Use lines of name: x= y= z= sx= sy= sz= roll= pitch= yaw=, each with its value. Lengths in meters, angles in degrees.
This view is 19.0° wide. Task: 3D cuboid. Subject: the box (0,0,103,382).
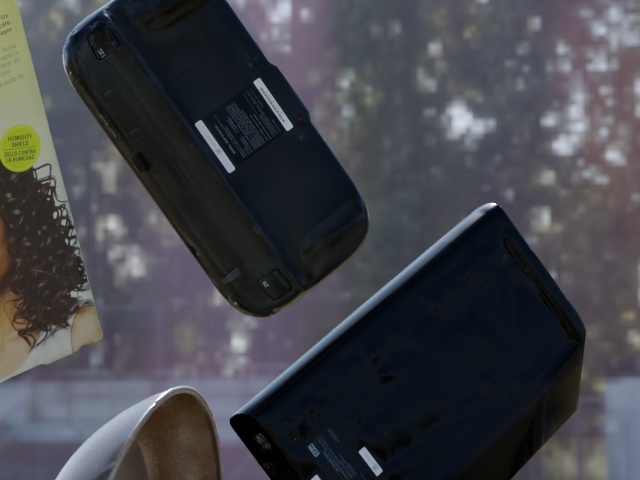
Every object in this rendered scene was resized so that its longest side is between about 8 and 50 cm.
box: x=-0.161 y=-0.052 z=0.780 sx=0.087 sy=0.232 sz=0.058 roll=-26 pitch=26 yaw=-28

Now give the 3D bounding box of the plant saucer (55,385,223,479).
plant saucer: x=-0.120 y=0.231 z=1.060 sx=0.050 sy=0.310 sz=0.310 roll=8 pitch=-3 yaw=13

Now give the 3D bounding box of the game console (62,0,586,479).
game console: x=0.000 y=0.000 z=1.105 sx=0.213 sy=0.361 sz=0.044 roll=-38 pitch=7 yaw=-28
